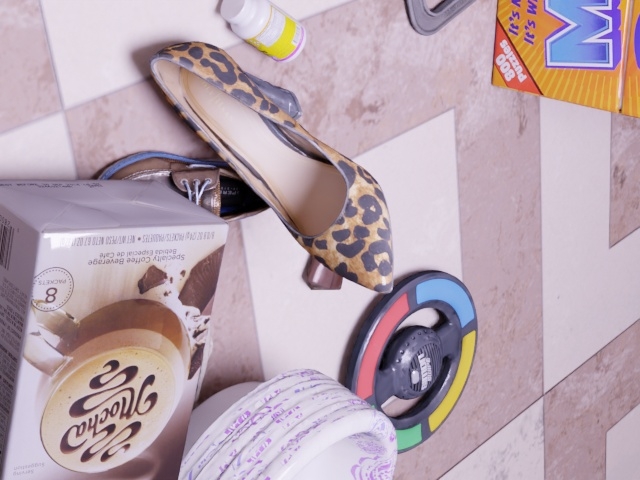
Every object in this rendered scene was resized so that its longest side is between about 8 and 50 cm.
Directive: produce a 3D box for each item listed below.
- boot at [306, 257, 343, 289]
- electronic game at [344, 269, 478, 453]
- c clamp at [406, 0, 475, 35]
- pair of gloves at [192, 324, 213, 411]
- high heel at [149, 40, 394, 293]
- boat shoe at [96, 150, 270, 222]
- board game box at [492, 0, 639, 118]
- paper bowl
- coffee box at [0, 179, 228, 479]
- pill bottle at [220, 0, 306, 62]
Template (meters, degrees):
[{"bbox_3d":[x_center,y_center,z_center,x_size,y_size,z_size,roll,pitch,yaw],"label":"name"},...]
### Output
[{"bbox_3d":[0.000,0.000,1.193,0.106,0.037,0.114,12,101,-46],"label":"boot"},{"bbox_3d":[0.112,0.146,1.356,0.229,0.048,0.229,-20,120,-41],"label":"electronic game"},{"bbox_3d":[0.131,-0.295,1.222,0.160,0.022,0.137,-37,129,-31],"label":"c clamp"},{"bbox_3d":[-0.197,0.107,1.019,0.240,0.042,0.204,-14,120,-37],"label":"pair of gloves"},{"bbox_3d":[-0.045,-0.061,0.976,0.093,0.261,0.186,-45,147,21],"label":"high heel"},{"bbox_3d":[-0.117,-0.044,1.024,0.183,0.066,0.066,-11,113,-44],"label":"boat shoe"},{"bbox_3d":[0.454,-0.341,1.294,0.356,0.356,0.356,-18,118,-42],"label":"board game box"},{"bbox_3d":[-0.065,0.252,1.107,0.284,0.148,0.284,-36,144,-32],"label":"paper bowl"},{"bbox_3d":[-0.195,0.109,0.903,0.168,0.119,0.297,-4,114,-42],"label":"coffee box"},{"bbox_3d":[-0.053,-0.199,1.048,0.083,0.043,0.043,27,85,-48],"label":"pill bottle"}]
